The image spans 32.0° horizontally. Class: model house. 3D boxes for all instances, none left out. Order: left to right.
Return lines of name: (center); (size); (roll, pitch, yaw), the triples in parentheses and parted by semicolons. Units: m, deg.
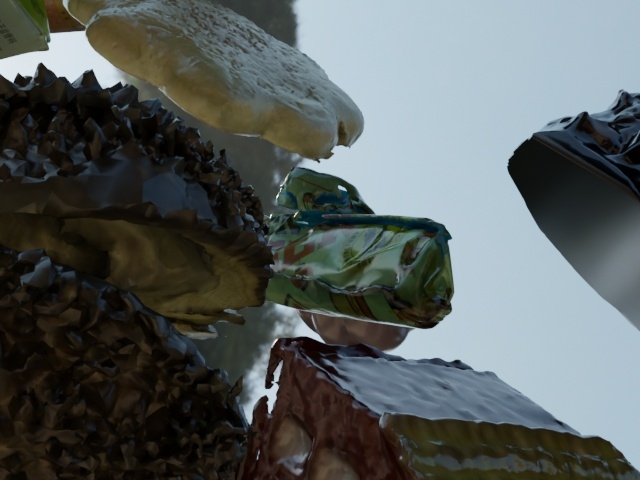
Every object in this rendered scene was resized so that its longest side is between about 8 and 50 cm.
model house: (0.081, 0.173, 0.655); (0.196, 0.160, 0.254); (12, 6, -35)

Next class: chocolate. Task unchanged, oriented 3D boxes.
chocolate: (0.254, -0.038, 0.708); (0.206, 0.177, 0.224); (42, -8, 49)

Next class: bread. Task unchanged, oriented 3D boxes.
bread: (-0.092, -0.172, 1.059); (0.316, 0.316, 0.054); (27, -70, -6)

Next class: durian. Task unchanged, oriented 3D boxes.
durian: (-0.115, 0.031, 0.427); (0.196, 0.196, 0.167); (18, -40, 6)

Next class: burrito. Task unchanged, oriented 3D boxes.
burrito: (0.000, 0.000, 0.778); (0.054, 0.104, 0.288); (39, -19, -31)

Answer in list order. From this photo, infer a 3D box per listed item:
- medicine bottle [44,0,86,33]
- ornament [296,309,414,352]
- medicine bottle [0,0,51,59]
medicine bottle: (-0.243, -0.390, 1.448); (0.395, 0.242, 0.242); (1, -39, 10)
ornament: (0.057, 0.067, 1.463); (0.177, 0.177, 0.177); (15, -36, 11)
medicine bottle: (-0.339, -0.285, 0.981); (0.141, 0.250, 0.137); (-15, -15, 1)
